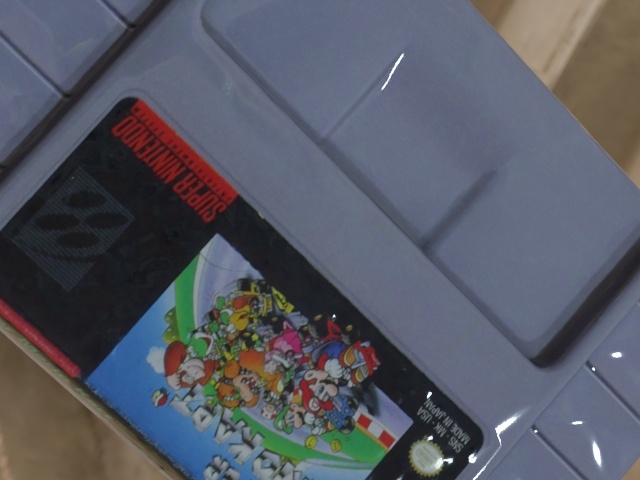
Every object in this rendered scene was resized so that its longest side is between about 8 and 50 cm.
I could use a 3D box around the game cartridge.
[{"bbox_3d":[0.000,0.000,0.751,0.230,0.355,0.068,-50,-159,-12],"label":"game cartridge"}]
